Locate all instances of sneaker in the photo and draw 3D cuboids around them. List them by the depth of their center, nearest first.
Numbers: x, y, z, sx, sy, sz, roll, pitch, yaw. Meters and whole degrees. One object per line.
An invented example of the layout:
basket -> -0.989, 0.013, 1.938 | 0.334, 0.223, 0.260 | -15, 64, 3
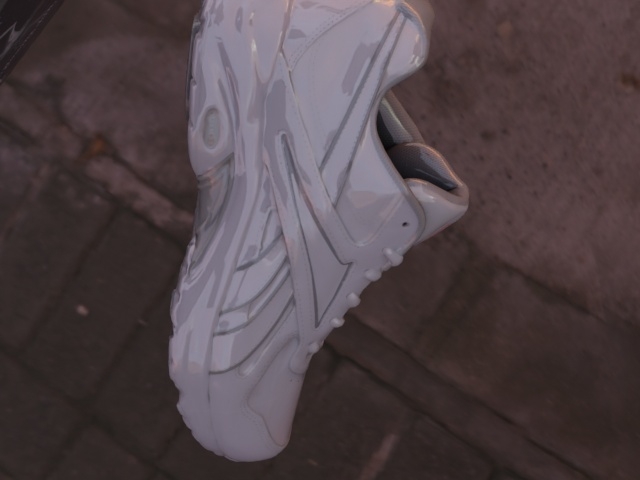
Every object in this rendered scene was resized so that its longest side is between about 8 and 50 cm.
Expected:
sneaker -> 0.000, 0.000, 0.599 | 0.115, 0.090, 0.232 | 7, 121, 2

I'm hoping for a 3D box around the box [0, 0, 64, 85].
box -> -0.404, -0.189, 1.062 | 0.297, 0.472, 0.480 | 44, 121, -3
